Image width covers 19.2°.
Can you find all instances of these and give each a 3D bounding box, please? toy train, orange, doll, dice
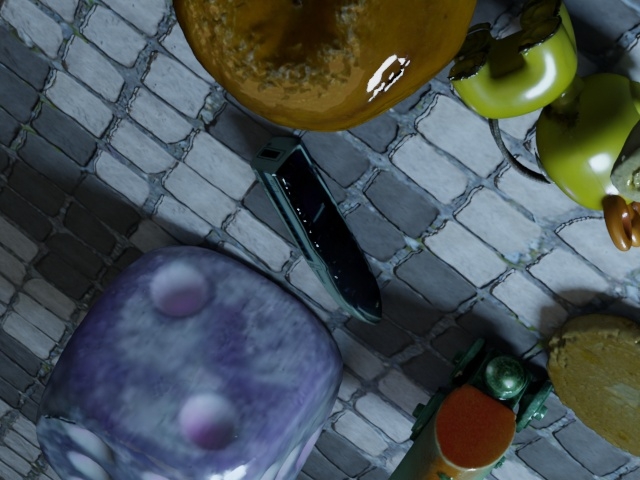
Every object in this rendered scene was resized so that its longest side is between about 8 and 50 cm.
[{"bbox_3d":[0.001,0.000,1.967,0.048,0.055,0.252,10,142,39],"label":"toy train"},{"bbox_3d":[0.012,-0.214,1.496,0.249,0.183,0.249,6,110,18],"label":"orange"},{"bbox_3d":[0.206,-0.088,1.538,0.135,0.143,0.221,-28,117,21],"label":"doll"},{"bbox_3d":[0.144,0.221,2.016,0.116,0.177,0.285,34,151,3],"label":"toy train"},{"bbox_3d":[-0.149,0.189,2.187,0.270,0.271,0.270,30,151,11],"label":"dice"}]

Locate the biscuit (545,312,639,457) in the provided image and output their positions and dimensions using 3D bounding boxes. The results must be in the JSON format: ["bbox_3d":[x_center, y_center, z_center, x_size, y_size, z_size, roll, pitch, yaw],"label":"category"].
[{"bbox_3d":[0.319,0.150,1.858,0.226,0.042,0.226,27,152,16],"label":"biscuit"}]

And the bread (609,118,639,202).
[{"bbox_3d":[0.294,-0.107,1.357,0.060,0.178,0.139,49,149,-14],"label":"bread"}]
